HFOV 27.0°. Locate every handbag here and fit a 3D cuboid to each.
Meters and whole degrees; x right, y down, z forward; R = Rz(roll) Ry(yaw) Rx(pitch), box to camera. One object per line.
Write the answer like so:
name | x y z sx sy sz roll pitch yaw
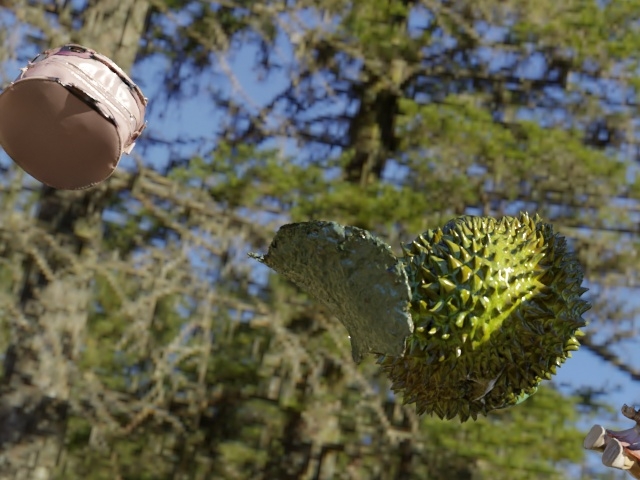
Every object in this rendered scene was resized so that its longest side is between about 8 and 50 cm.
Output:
handbag | -0.364 -0.181 1.944 0.205 0.116 0.179 39 -61 -19

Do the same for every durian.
durian | 0.176 0.090 1.527 0.291 0.225 0.291 -26 4 2

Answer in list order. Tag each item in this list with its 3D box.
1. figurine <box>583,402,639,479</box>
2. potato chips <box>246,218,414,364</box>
figurine | 0.413 0.198 1.603 0.102 0.195 0.111 33 8 -32
potato chips | 0.009 0.050 1.364 0.167 0.059 0.228 57 -28 -8
